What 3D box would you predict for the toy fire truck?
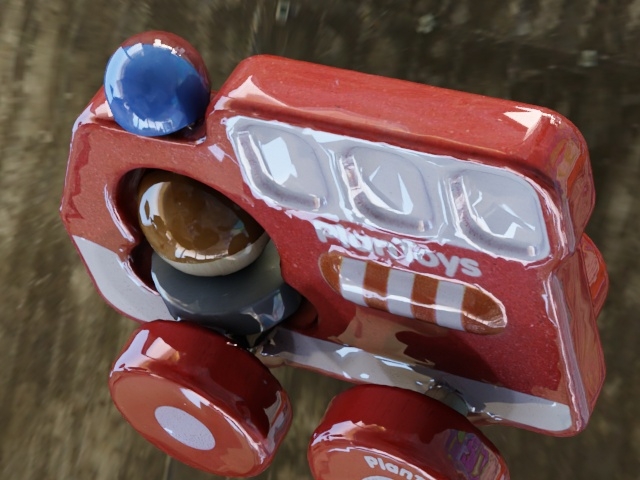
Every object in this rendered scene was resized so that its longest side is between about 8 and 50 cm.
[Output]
[{"bbox_3d":[0.000,0.000,0.938,0.302,0.254,0.169,15,-125,26],"label":"toy fire truck"}]
